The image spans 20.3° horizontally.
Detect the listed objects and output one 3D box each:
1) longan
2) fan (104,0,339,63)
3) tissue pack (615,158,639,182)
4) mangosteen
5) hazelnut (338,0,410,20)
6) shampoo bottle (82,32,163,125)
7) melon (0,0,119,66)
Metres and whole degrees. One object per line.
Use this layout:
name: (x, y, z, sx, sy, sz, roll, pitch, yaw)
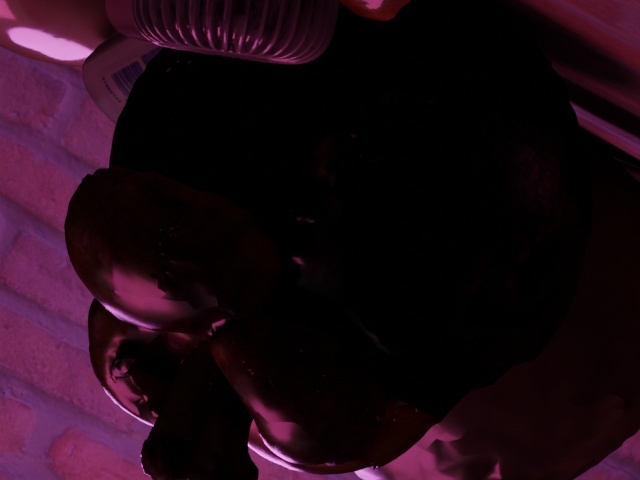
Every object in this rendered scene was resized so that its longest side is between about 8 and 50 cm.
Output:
longan: (0.147, 0.061, 1.697, 0.391, 0.391, 0.391, 28, -177, -2)
fan: (-0.078, -0.157, 1.162, 0.130, 0.074, 0.244, 6, -177, -27)
tissue pack: (0.255, -0.049, 2.076, 0.256, 0.123, 0.215, 4, -165, -28)
mangosteen: (-0.008, -0.020, 1.350, 0.381, 0.421, 0.381, 48, 157, 28)
hazelnut: (0.036, -0.163, 0.995, 0.086, 0.086, 0.086, 28, -177, -2)
shampoo bottle: (-0.091, -0.175, 1.683, 0.134, 0.078, 0.359, 49, 147, -16)
melon: (-0.278, -0.298, 1.840, 0.223, 0.223, 0.317, 31, -172, 41)
